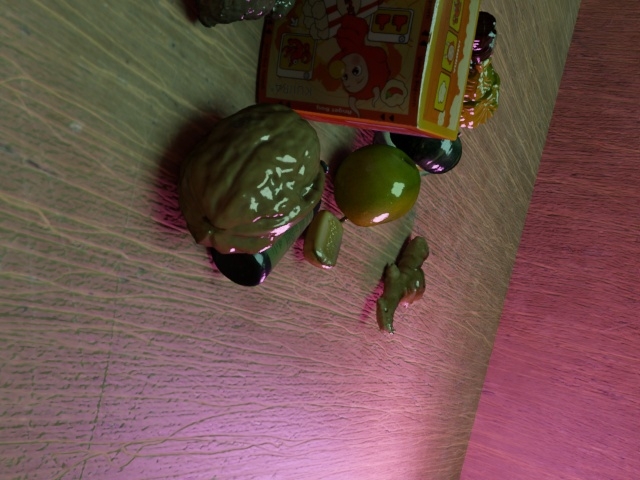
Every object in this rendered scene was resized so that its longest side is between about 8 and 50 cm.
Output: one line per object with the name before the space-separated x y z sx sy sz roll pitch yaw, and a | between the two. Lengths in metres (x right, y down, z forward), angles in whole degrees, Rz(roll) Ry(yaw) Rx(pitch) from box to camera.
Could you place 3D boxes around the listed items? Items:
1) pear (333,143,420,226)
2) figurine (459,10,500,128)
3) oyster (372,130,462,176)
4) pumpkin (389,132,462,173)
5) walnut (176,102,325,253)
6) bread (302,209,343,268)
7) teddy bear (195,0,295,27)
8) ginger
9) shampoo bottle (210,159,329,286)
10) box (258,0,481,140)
pear | 0.099 -0.094 1.465 0.216 0.166 0.180 -51 174 19
figurine | 0.378 -0.435 1.753 0.187 0.168 0.315 -59 165 -15
oyster | 0.213 -0.240 1.670 0.275 0.100 0.271 -40 139 -22
pumpkin | 0.221 -0.211 1.511 0.125 0.167 0.167 -32 146 1
walnut | -0.095 -0.090 1.025 0.245 0.198 0.198 -47 141 -40
bread | 0.000 0.000 1.401 0.082 0.056 0.115 38 54 -42
teddy bear | -0.094 -0.366 0.974 0.140 0.177 0.190 41 53 -10
ginger | 0.209 0.119 1.844 0.333 0.081 0.147 -45 135 -49
shampoo bottle | -0.067 -0.048 1.195 0.284 0.101 0.101 -53 145 -40
box | 0.080 -0.313 1.160 0.214 0.284 0.259 -7 108 -63
